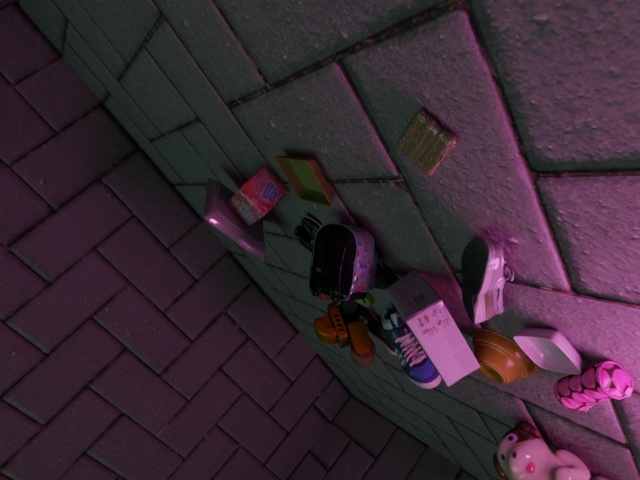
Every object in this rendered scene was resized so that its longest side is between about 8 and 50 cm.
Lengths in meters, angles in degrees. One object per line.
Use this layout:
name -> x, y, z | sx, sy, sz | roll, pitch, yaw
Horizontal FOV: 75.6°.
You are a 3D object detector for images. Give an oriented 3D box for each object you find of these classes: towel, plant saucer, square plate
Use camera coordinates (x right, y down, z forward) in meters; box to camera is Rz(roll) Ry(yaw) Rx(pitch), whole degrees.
towel -> 0.225, -0.208, 0.891 | 0.110, 0.027, 0.148 | 42, 161, 8
plant saucer -> -0.044, -0.208, 1.370 | 0.188, 0.045, 0.188 | 20, 149, 48
square plate -> -0.371, -0.108, 1.874 | 0.347, 0.049, 0.344 | 40, -160, -32

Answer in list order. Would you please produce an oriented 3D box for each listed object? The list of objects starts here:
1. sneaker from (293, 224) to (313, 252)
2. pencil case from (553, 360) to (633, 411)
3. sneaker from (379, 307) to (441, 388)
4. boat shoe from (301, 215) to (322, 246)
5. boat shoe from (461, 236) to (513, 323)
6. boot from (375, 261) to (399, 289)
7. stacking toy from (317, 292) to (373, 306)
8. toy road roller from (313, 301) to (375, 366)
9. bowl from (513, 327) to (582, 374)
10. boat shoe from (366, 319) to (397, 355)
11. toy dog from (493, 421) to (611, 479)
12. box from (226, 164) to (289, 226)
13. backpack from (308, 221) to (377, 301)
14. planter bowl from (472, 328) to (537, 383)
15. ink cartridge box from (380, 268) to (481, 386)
sneaker -> -0.057, 0.000, 1.797 | 0.089, 0.051, 0.170 | 34, 162, 25
pencil case -> 0.695, 0.377, 1.053 | 0.098, 0.095, 0.209 | 55, 164, 25
sneaker -> 0.334, 0.396, 1.609 | 0.237, 0.130, 0.323 | 62, 179, -26
boat shoe -> 0.000, 0.000, 1.647 | 0.233, 0.079, 0.084 | 51, 160, -13
boat shoe -> 0.421, 0.101, 1.034 | 0.321, 0.102, 0.118 | 72, -175, -45
boot -> 0.187, 0.105, 1.492 | 0.219, 0.082, 0.106 | 21, 152, 50
stacking toy -> 0.086, 0.209, 1.813 | 0.279, 0.130, 0.309 | 35, 158, 24
toy road roller -> 0.106, 0.453, 1.979 | 0.203, 0.240, 0.330 | 81, 170, -59
bowl -> 0.606, 0.284, 1.092 | 0.142, 0.053, 0.142 | 47, 159, -7
boat shoe -> 0.306, 0.442, 1.943 | 0.227, 0.081, 0.069 | 41, 118, 41
toy dog -> 0.858, 0.864, 1.513 | 0.407, 0.285, 0.395 | 34, -166, 20
box -> -0.265, -0.174, 1.697 | 0.142, 0.154, 0.300 | 48, 159, -10
backpack -> 0.080, 0.065, 1.412 | 0.225, 0.190, 0.254 | 9, 100, 46
planter bowl -> 0.565, 0.391, 1.323 | 0.217, 0.090, 0.217 | 37, 159, 17
ink cartridge box -> 0.350, 0.264, 1.355 | 0.310, 0.130, 0.272 | 55, -176, -24
